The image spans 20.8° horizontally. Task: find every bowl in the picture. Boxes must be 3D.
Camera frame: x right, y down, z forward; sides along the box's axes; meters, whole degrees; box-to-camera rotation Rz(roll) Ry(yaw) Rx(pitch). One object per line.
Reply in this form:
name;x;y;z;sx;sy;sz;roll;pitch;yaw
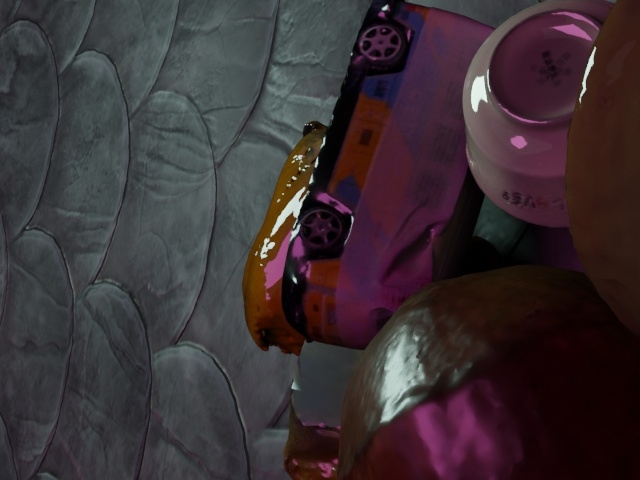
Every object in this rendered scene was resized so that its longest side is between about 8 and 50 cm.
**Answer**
bowl;0.240;-0.140;1.700;0.238;0.126;0.237;-9;64;19

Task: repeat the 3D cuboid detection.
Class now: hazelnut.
hazelnut;0.198;0.215;1.549;0.421;0.353;0.421;38;145;33

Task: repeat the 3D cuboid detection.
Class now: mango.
mango;0.000;0.000;2.064;0.153;0.201;0.287;19;94;12

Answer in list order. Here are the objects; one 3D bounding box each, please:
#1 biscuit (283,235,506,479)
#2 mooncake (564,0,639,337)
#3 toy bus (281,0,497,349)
biscuit;0.083;0.114;1.917;0.329;0.078;0.335;-25;55;24
mooncake;0.387;-0.057;1.291;0.393;0.394;0.246;-42;32;-1
toy bus;0.092;-0.063;1.849;0.162;0.171;0.386;12;67;16
